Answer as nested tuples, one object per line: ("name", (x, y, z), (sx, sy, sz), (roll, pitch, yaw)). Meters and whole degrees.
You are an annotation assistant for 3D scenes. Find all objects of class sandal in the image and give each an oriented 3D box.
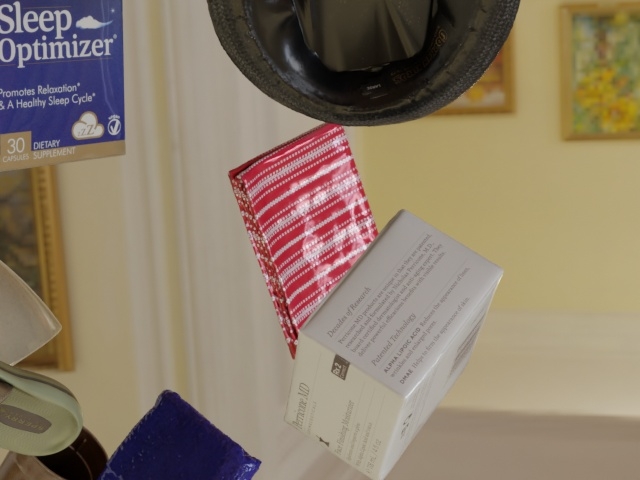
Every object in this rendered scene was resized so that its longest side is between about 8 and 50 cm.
("sandal", (-0.347, 0.161, 1.288), (0.303, 0.086, 0.120), (23, 128, -40))

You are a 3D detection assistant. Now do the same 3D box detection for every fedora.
("fedora", (0.043, -0.282, 1.322), (0.334, 0.334, 0.152), (-2, -146, 6))

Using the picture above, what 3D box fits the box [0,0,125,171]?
("box", (-0.217, -0.172, 1.069), (0.037, 0.225, 0.136), (10, -164, 42))

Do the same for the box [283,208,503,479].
("box", (0.067, 0.102, 1.307), (0.119, 0.181, 0.182), (32, -122, 15))

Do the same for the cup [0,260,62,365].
("cup", (-0.567, 0.105, 1.910), (0.331, 0.237, 0.331), (-28, -172, 4))

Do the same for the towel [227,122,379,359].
("towel", (0.000, 0.000, 1.775), (0.199, 0.274, 0.031), (-30, -161, -35))

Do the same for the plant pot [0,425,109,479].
("plant pot", (-0.455, 0.389, 2.202), (0.167, 0.165, 0.167), (34, -160, -14))

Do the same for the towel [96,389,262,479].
("towel", (-0.243, 0.398, 2.027), (0.228, 0.308, 0.076), (34, 176, 37))
